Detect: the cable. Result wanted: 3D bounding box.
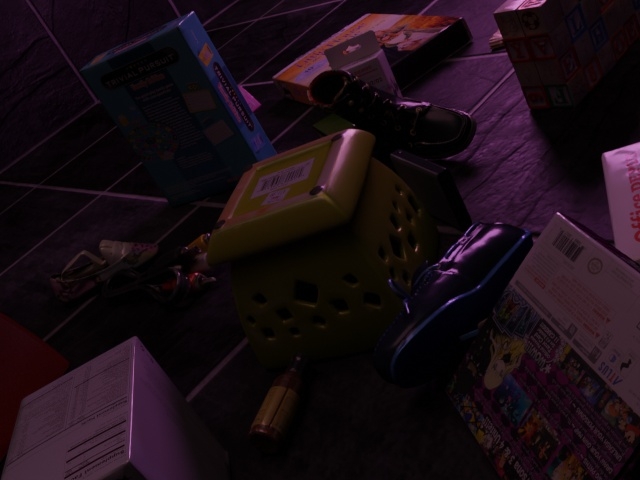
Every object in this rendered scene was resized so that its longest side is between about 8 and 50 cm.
[{"bbox_3d":[-0.275,0.078,1.326,0.287,0.072,0.140,-26,42,36],"label":"cable"}]

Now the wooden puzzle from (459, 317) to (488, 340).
[{"bbox_3d":[0.205,0.077,0.794,0.116,0.078,0.014,-39,62,37],"label":"wooden puzzle"}]

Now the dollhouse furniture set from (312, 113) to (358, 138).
[{"bbox_3d":[-0.045,-0.105,1.266,0.197,0.151,0.301,-33,27,-6],"label":"dollhouse furniture set"}]

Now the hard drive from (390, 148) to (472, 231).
[{"bbox_3d":[0.152,-0.072,1.074,0.022,0.094,0.135,-34,27,-10],"label":"hard drive"}]

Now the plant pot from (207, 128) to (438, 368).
[{"bbox_3d":[0.000,0.000,0.983,0.228,0.207,0.227,-18,30,26],"label":"plant pot"}]

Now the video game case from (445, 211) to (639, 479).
[{"bbox_3d":[0.209,0.111,0.648,0.210,0.041,0.232,-62,22,15],"label":"video game case"}]

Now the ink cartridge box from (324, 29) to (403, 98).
[{"bbox_3d":[0.079,-0.266,1.375,0.104,0.181,0.062,-19,20,22],"label":"ink cartridge box"}]

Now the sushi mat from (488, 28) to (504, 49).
[{"bbox_3d":[0.481,-0.438,1.454,0.316,0.019,0.151,-8,33,37],"label":"sushi mat"}]

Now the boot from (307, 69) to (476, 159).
[{"bbox_3d":[0.107,-0.199,1.220,0.236,0.178,0.085,16,87,45],"label":"boot"}]

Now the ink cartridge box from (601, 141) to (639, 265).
[{"bbox_3d":[0.414,-0.029,0.713,0.272,0.115,0.198,-17,30,25],"label":"ink cartridge box"}]

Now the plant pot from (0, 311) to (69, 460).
[{"bbox_3d":[-0.608,0.218,1.191,0.267,0.236,0.267,-13,32,29],"label":"plant pot"}]

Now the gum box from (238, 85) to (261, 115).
[{"bbox_3d":[-0.211,-0.237,1.679,0.107,0.062,0.188,-49,2,-32],"label":"gum box"}]

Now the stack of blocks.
[{"bbox_3d":[0.415,-0.361,1.220,0.297,0.171,0.087,-43,30,-25],"label":"stack of blocks"}]

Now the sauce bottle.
[{"bbox_3d":[-0.042,0.184,0.894,0.042,0.042,0.128,-11,31,33],"label":"sauce bottle"}]

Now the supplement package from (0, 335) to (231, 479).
[{"bbox_3d":[-0.193,0.247,0.767,0.149,0.194,0.203,-30,26,3],"label":"supplement package"}]

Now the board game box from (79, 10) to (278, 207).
[{"bbox_3d":[-0.272,-0.246,1.531,0.253,0.336,0.079,-14,31,29],"label":"board game box"}]

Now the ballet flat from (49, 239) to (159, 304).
[{"bbox_3d":[-0.414,0.046,1.461,0.221,0.079,0.077,-26,26,9],"label":"ballet flat"}]

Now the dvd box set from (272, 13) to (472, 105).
[{"bbox_3d":[0.098,-0.402,1.729,0.307,0.062,0.420,-36,27,-11],"label":"dvd box set"}]

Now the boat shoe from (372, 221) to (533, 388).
[{"bbox_3d":[0.137,0.068,0.857,0.089,0.109,0.258,24,43,36],"label":"boat shoe"}]
